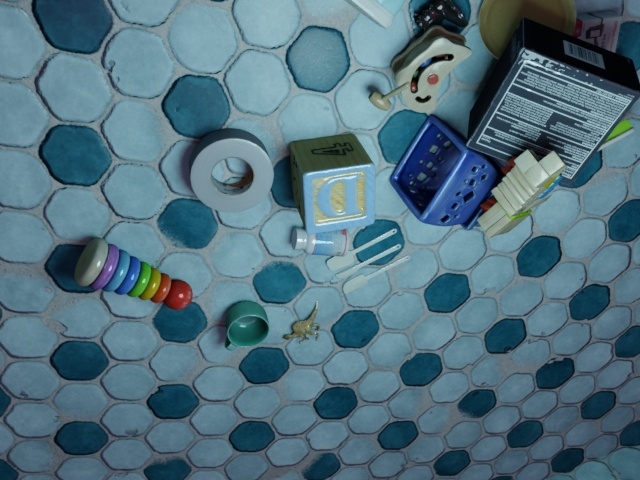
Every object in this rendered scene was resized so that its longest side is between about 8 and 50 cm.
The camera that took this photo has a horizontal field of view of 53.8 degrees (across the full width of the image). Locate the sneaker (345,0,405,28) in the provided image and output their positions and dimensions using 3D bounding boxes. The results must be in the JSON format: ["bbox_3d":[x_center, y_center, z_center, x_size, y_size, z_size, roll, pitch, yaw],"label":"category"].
[{"bbox_3d":[0.060,-0.647,1.438,0.366,0.135,0.150,27,105,-37],"label":"sneaker"}]

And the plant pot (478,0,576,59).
[{"bbox_3d":[0.521,-0.558,1.599,0.236,0.032,0.236,1,96,10],"label":"plant pot"}]

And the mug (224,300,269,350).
[{"bbox_3d":[-0.241,0.256,1.954,0.158,0.097,0.129,-20,125,-1],"label":"mug"}]

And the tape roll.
[{"bbox_3d":[-0.238,-0.185,1.684,0.219,0.072,0.219,-7,125,-10],"label":"tape roll"}]

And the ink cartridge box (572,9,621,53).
[{"bbox_3d":[0.720,-0.550,1.699,0.151,0.063,0.109,-10,124,-8],"label":"ink cartridge box"}]

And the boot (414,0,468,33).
[{"bbox_3d":[0.304,-0.558,1.599,0.121,0.045,0.099,38,108,-28],"label":"boot"}]

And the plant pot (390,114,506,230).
[{"bbox_3d":[0.367,-0.174,1.757,0.212,0.236,0.236,17,116,-30],"label":"plant pot"}]

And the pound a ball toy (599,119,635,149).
[{"bbox_3d":[0.736,-0.352,1.813,0.319,0.136,0.208,-30,99,6],"label":"pound a ball toy"}]

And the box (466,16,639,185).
[{"bbox_3d":[0.558,-0.337,1.553,0.296,0.182,0.294,21,134,-3],"label":"box"}]

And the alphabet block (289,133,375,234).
[{"bbox_3d":[0.030,-0.155,1.697,0.194,0.197,0.192,-8,123,-10],"label":"alphabet block"}]

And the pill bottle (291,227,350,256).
[{"bbox_3d":[0.000,0.000,1.857,0.160,0.087,0.087,4,121,-17],"label":"pill bottle"}]

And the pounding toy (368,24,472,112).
[{"bbox_3d":[0.269,-0.401,1.610,0.154,0.154,0.269,34,122,-30],"label":"pounding toy"}]

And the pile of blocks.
[{"bbox_3d":[0.506,-0.141,1.592,0.149,0.112,0.362,-24,160,-21],"label":"pile of blocks"}]

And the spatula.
[{"bbox_3d":[0.153,0.063,1.979,0.242,0.019,0.168,-27,124,4],"label":"spatula"}]

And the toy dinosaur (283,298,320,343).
[{"bbox_3d":[-0.042,0.283,2.051,0.093,0.053,0.183,35,108,-29],"label":"toy dinosaur"}]

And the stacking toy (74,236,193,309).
[{"bbox_3d":[-0.511,0.117,1.781,0.330,0.141,0.141,29,111,-33],"label":"stacking toy"}]
